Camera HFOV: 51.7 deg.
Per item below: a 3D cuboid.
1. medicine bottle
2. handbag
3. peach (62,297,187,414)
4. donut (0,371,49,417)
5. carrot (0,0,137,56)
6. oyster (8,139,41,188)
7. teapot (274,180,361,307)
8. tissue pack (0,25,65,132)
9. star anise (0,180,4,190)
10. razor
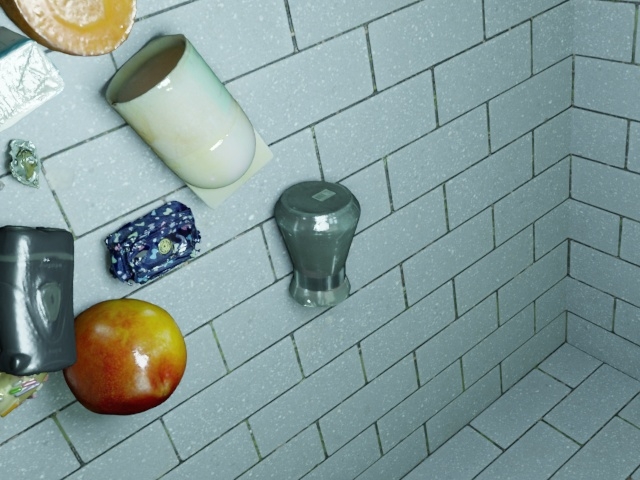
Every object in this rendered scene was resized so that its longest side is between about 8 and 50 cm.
[{"bbox_3d":[-0.298,-0.270,1.612,0.235,0.236,0.406,-48,132,-11],"label":"medicine bottle"},{"bbox_3d":[-0.429,0.014,1.733,0.260,0.113,0.161,-31,135,-33],"label":"handbag"},{"bbox_3d":[-0.492,0.300,1.677,0.308,0.332,0.307,-26,127,-40],"label":"peach"},{"bbox_3d":[-0.814,0.274,1.517,0.307,0.150,0.371,-41,132,-16],"label":"donut"},{"bbox_3d":[-0.529,-0.524,1.398,0.258,0.100,0.307,-51,135,-4],"label":"carrot"},{"bbox_3d":[-0.672,-0.176,1.501,0.098,0.037,0.100,21,76,-61],"label":"oyster"},{"bbox_3d":[0.000,0.000,2.014,0.300,0.254,0.343,-55,152,-50],"label":"teapot"},{"bbox_3d":[-0.640,-0.314,1.288,0.201,0.271,0.124,-38,131,-18],"label":"tissue pack"},{"bbox_3d":[-0.800,-0.145,1.370,0.263,0.081,0.230,4,108,-29],"label":"star anise"},{"bbox_3d":[-0.651,0.134,1.509,0.204,0.114,0.348,9,77,-65],"label":"razor"}]
